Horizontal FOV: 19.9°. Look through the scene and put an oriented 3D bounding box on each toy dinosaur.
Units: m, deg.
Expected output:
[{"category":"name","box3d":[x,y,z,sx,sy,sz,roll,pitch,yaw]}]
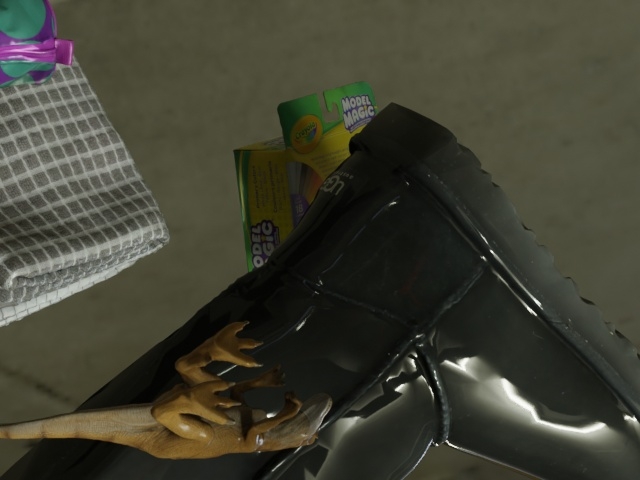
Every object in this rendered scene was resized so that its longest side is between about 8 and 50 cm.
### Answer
[{"category":"toy dinosaur","box3d":[-0.081,0.097,0.970,0.211,0.064,0.112,5,142,-24]}]

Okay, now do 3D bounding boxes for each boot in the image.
[{"category":"boot","box3d":[0.003,0.191,1.182,0.445,0.367,0.146,-47,-159,-12]}]

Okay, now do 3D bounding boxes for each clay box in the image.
[{"category":"clay box","box3d":[0.000,0.000,1.343,0.053,0.222,0.127,0,-168,35]}]

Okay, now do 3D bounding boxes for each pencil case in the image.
[{"category":"pencil case","box3d":[-0.219,-0.105,1.029,0.152,0.070,0.064,-20,122,-44]}]

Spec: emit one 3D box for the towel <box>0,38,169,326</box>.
[{"category":"towel","box3d":[-0.284,-0.055,1.671,0.121,0.235,0.284,-30,177,33]}]
